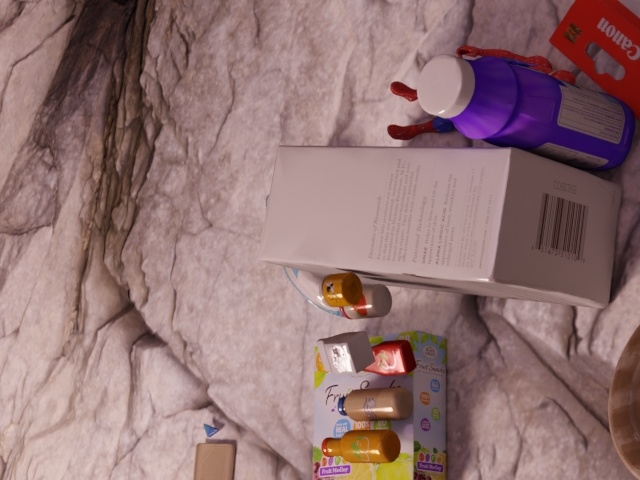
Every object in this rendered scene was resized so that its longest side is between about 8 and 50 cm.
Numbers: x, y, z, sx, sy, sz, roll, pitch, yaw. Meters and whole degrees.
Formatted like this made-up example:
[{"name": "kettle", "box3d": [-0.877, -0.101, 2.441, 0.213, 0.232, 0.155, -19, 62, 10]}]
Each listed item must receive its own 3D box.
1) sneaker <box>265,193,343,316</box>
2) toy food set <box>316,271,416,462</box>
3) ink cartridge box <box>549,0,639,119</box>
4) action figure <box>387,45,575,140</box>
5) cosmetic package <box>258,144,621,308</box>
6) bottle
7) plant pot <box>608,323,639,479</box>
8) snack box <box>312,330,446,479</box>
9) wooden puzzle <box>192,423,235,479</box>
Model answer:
[{"name": "sneaker", "box3d": [0.000, 0.000, 2.094, 0.092, 0.087, 0.228, -43, 54, 28]}, {"name": "toy food set", "box3d": [0.037, 0.145, 1.886, 0.104, 0.111, 0.232, -8, 104, 41]}, {"name": "ink cartridge box", "box3d": [0.365, -0.286, 1.807, 0.232, 0.066, 0.189, -54, 47, 17]}, {"name": "action figure", "box3d": [0.175, -0.183, 1.925, 0.280, 0.139, 0.091, -6, 77, 43]}, {"name": "cosmetic package", "box3d": [0.134, -0.020, 1.865, 0.385, 0.217, 0.156, 2, 81, 48]}, {"name": "bottle", "box3d": [0.226, -0.144, 1.747, 0.118, 0.283, 0.092, 13, 91, 49]}, {"name": "plant pot", "box3d": [0.420, 0.170, 1.420, 0.323, 0.280, 0.323, -35, 43, 40]}, {"name": "snack box", "box3d": [0.072, 0.226, 1.969, 0.174, 0.070, 0.207, -14, 68, 42]}, {"name": "wooden puzzle", "box3d": [-0.149, 0.321, 2.221, 0.078, 0.014, 0.116, 5, 84, 43]}]
